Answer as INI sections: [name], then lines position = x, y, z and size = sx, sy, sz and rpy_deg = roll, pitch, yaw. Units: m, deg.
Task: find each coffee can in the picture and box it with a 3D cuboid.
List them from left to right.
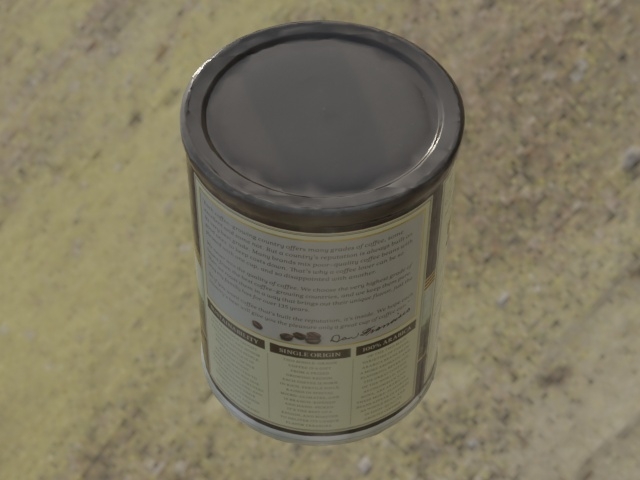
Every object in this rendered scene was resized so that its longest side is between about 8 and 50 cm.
[coffee can]
position = 0.000, 0.000, 1.152
size = 0.202, 0.275, 0.201
rpy_deg = 0, 48, 0
